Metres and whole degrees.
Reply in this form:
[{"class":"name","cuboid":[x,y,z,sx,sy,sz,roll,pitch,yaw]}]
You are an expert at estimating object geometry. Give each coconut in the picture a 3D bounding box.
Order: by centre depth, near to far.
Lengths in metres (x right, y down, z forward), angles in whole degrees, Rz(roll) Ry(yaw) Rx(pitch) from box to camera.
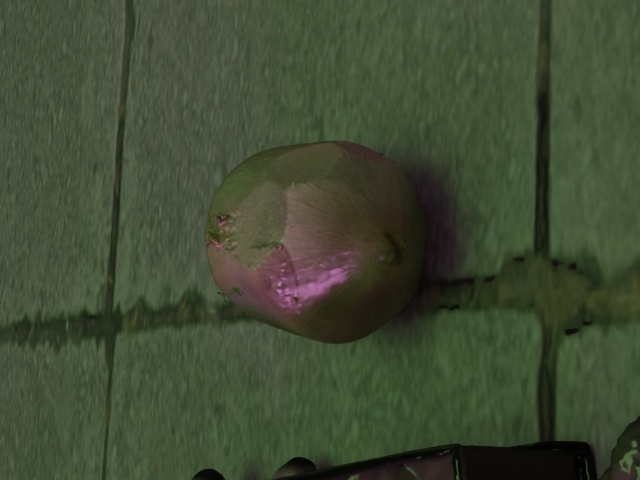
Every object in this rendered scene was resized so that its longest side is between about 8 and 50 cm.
[{"class":"coconut","cuboid":[0.000,0.000,1.008,0.183,0.171,0.171,8,89,62]}]

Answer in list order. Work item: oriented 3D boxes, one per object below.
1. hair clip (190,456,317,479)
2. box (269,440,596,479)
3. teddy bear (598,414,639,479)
[{"class":"hair clip","cuboid":[-0.042,0.263,1.099,0.257,0.075,0.146,-19,64,46]},{"class":"box","cuboid":[0.051,0.244,0.875,0.252,0.153,0.188,-17,70,40]},{"class":"teddy bear","cuboid":[0.180,0.225,0.667,0.267,0.236,0.151,-55,34,3]}]
